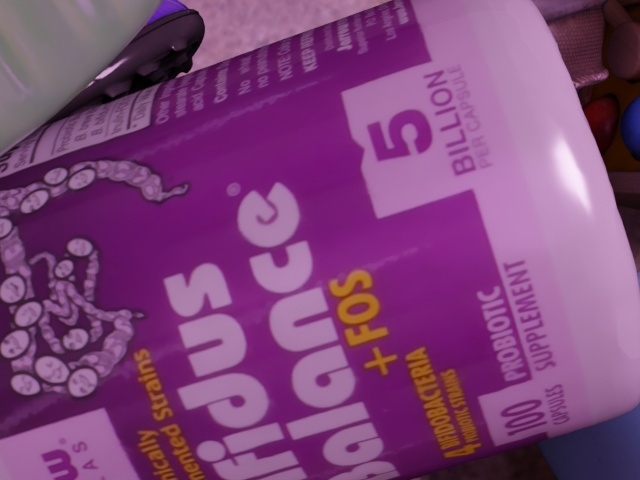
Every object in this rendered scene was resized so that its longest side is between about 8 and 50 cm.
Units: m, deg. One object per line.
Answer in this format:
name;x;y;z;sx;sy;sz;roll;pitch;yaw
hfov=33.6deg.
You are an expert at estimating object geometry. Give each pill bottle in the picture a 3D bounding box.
pill bottle;-0.047;0.026;0.401;0.301;0.169;0.169;-19;91;8

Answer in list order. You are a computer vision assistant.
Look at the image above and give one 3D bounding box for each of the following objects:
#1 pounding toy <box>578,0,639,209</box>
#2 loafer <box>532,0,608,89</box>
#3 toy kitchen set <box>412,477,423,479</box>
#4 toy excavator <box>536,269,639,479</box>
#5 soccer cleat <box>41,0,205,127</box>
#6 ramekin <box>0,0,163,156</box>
pounding toy;0.175;-0.089;0.548;0.100;0.130;0.141;12;91;-13
loafer;0.000;0.000;0.547;0.366;0.134;0.130;-34;96;10
toy kitchen set;-0.070;0.180;0.564;0.207;0.122;0.166;9;91;-21
toy excavator;0.134;0.146;0.449;0.445;0.222;0.433;13;110;-14
soccer cleat;-0.213;-0.062;0.547;0.318;0.108;0.116;-29;88;2
ramekin;-0.195;-0.127;0.405;0.303;0.303;0.148;-31;127;0
